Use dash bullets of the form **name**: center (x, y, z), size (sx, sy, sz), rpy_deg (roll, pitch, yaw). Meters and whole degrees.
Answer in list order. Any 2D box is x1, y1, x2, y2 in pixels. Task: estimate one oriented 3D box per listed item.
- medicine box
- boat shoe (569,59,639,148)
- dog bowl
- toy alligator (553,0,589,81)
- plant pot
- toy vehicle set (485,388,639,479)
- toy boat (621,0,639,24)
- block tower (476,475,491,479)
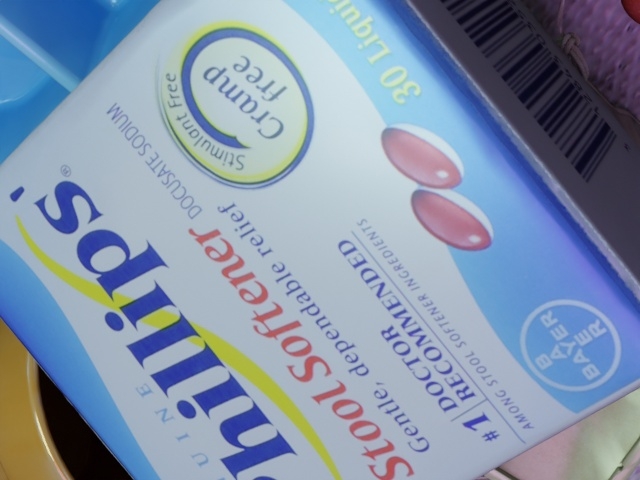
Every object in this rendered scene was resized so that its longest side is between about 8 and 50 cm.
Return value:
- **medicine box**: center (0.000, 0.000, 0.627), size (0.289, 0.149, 0.263), rpy_deg (-38, 92, 30)
- **boat shoe**: center (0.129, -0.063, 0.696), size (0.206, 0.075, 0.065), rpy_deg (35, 121, -24)
- **dog bowl**: center (-0.169, -0.136, 0.681), size (0.166, 0.074, 0.297), rpy_deg (40, 123, -22)
- **toy alligator**: center (0.121, -0.173, 0.619), size (0.051, 0.056, 0.189), rpy_deg (-31, 114, -22)
- **plant pot**: center (-0.156, 0.112, 0.808), size (0.188, 0.205, 0.205), rpy_deg (-21, 123, 40)
- **toy vehicle set**: center (0.087, 0.037, 0.726), size (0.267, 0.035, 0.166), rpy_deg (32, 113, 7)
- **toy boat**: center (0.193, -0.205, 0.557), size (0.151, 0.151, 0.231), rpy_deg (33, 131, 21)
- **block tower**: center (0.133, 0.208, 0.896), size (0.097, 0.091, 0.335), rpy_deg (-10, 126, 14)
